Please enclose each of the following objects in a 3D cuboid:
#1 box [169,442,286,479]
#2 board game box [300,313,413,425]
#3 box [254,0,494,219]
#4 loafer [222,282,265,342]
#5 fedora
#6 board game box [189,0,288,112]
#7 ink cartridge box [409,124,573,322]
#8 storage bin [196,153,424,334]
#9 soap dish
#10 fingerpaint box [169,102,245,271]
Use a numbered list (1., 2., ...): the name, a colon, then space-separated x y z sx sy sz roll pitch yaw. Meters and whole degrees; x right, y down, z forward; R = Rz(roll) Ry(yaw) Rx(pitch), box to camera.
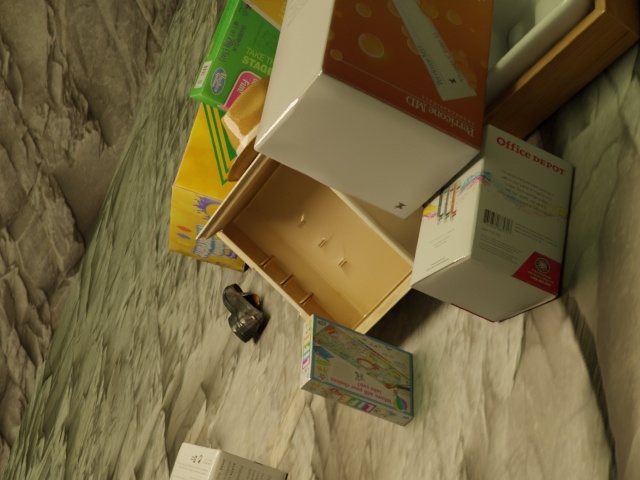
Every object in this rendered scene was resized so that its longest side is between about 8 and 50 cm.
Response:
1. box: -0.161 0.415 1.883 0.181 0.119 0.182 -11 58 65
2. board game box: 0.048 0.167 1.584 0.026 0.154 0.103 -48 28 40
3. box: 0.075 -0.236 1.502 0.168 0.215 0.345 -44 29 48
4. loafer: -0.133 0.120 2.216 0.061 0.062 0.170 -40 30 8
5. fedora: -0.078 -0.164 1.674 0.194 0.079 0.194 -45 -4 -4
6. board game box: -0.016 -0.275 1.958 0.064 0.316 0.242 11 80 68
7. ink cartridge box: 0.201 -0.018 1.440 0.127 0.128 0.176 -33 38 56
8. storage bin: 0.000 0.000 1.687 0.260 0.262 0.123 -48 -3 39
9. soap dish: 0.272 -0.268 1.534 0.291 0.118 0.229 -43 32 46
10. fingerpaint box: -0.145 -0.180 2.206 0.445 0.163 0.371 119 168 -75
